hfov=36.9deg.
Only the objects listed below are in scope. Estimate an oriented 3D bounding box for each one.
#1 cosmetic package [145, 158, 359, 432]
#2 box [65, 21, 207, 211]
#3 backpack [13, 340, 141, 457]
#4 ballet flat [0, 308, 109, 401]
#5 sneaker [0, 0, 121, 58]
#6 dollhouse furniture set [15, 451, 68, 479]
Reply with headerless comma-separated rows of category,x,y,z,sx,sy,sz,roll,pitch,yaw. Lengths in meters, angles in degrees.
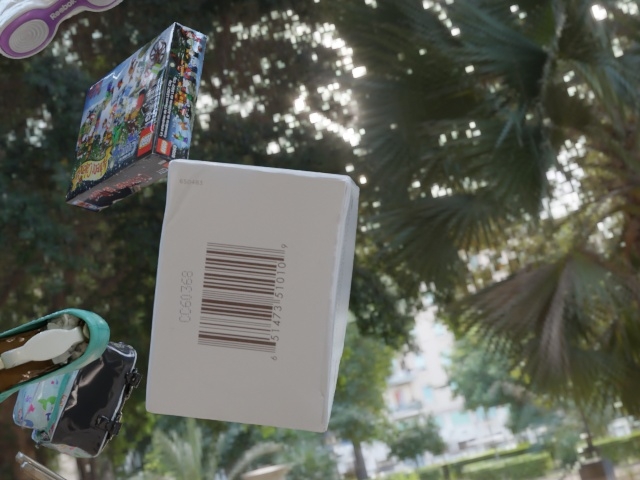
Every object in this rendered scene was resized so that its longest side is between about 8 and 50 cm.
cosmetic package,-0.047,0.036,0.942,0.156,0.217,0.385,6,5,4
box,-0.219,-0.137,1.118,0.044,0.159,0.233,19,-23,-33
backpack,-0.457,0.285,1.779,0.191,0.225,0.253,22,-19,-13
ballet flat,-0.362,0.138,1.090,0.247,0.083,0.087,-22,-12,-13
sneaker,-0.468,-0.452,1.704,0.305,0.152,0.114,-35,-37,-15
dollhouse furniture set,-0.414,0.347,1.138,0.161,0.212,0.242,37,-17,-15
